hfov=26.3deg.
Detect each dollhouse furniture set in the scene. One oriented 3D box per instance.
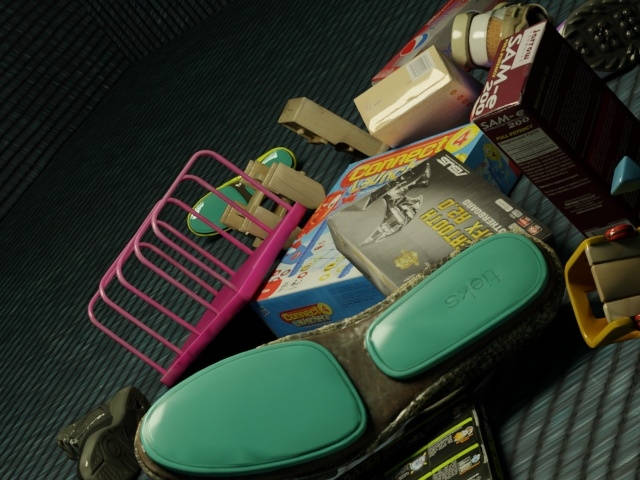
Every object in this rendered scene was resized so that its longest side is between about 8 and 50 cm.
[{"bbox_3d":[-0.024,-0.084,2.204,0.242,0.161,0.212,-63,16,-4],"label":"dollhouse furniture set"}]

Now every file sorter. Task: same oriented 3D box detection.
[{"bbox_3d":[-0.194,0.036,2.019,0.291,0.182,0.202,-47,9,48],"label":"file sorter"}]

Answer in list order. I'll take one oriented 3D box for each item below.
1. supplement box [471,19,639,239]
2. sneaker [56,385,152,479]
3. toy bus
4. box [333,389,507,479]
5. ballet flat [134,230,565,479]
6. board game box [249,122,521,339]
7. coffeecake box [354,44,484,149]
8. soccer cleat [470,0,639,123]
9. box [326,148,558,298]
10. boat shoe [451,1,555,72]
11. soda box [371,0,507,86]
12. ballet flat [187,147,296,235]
[{"bbox_3d":[0.278,-0.109,1.493,0.073,0.239,0.130,-19,37,45],"label":"supplement box"},{"bbox_3d":[-0.318,0.303,1.938,0.130,0.087,0.227,-36,17,17],"label":"sneaker"},{"bbox_3d":[0.334,0.036,1.298,0.191,0.202,0.104,-56,-6,-21],"label":"toy bus"},{"bbox_3d":[0.094,0.256,1.360,0.190,0.045,0.184,-36,17,12],"label":"box"},{"bbox_3d":[0.047,0.157,1.442,0.482,0.182,0.164,-27,58,-8],"label":"ballet flat"},{"bbox_3d":[0.091,-0.011,1.869,0.308,0.086,0.302,-16,31,48],"label":"board game box"},{"bbox_3d":[0.160,-0.190,1.990,0.142,0.185,0.068,-34,62,19],"label":"coffeecake box"},{"bbox_3d":[0.341,-0.247,1.917,0.318,0.109,0.116,-38,6,2],"label":"soccer cleat"},{"bbox_3d":[0.141,0.001,1.626,0.183,0.056,0.231,-30,40,-13],"label":"box"},{"bbox_3d":[0.294,-0.296,2.029,0.103,0.113,0.302,4,15,26],"label":"boat shoe"},{"bbox_3d":[0.209,-0.322,2.314,0.263,0.092,0.083,-46,21,-18],"label":"soda box"},{"bbox_3d":[-0.138,-0.084,2.479,0.231,0.077,0.077,-38,-2,-2],"label":"ballet flat"}]
